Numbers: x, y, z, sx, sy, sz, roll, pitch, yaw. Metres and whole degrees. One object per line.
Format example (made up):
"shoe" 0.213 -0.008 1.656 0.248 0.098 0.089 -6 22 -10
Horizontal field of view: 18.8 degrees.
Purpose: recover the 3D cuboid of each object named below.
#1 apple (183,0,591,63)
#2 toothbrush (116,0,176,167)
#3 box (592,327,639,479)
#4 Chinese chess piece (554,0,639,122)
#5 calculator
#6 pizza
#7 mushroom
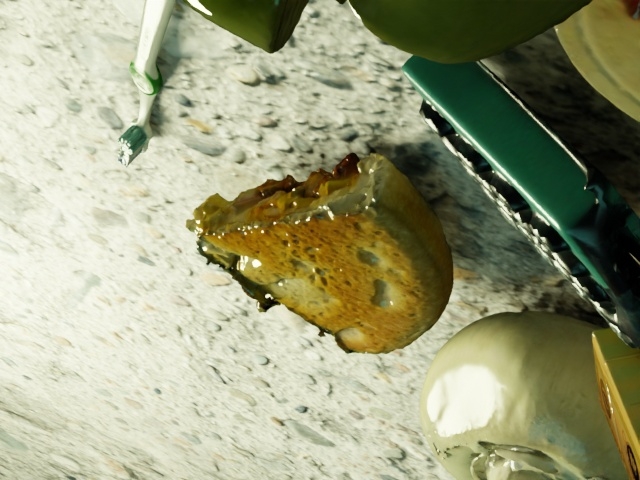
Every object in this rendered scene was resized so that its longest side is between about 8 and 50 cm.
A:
"apple" 0.033 -0.215 0.870 0.292 0.254 0.292 19 152 11
"toothbrush" -0.133 -0.132 1.493 0.030 0.030 0.304 23 154 0
"box" 0.304 0.150 1.323 0.174 0.274 0.076 -12 125 -1
"Chinese chess piece" 0.242 -0.134 1.036 0.251 0.097 0.251 20 156 10
"calculator" 0.174 -0.004 1.287 0.274 0.058 0.248 45 -177 -42
"pizza" 0.000 0.000 1.576 0.229 0.081 0.289 11 154 11
"mushroom" 0.196 0.172 1.627 0.246 0.202 0.246 21 147 14
